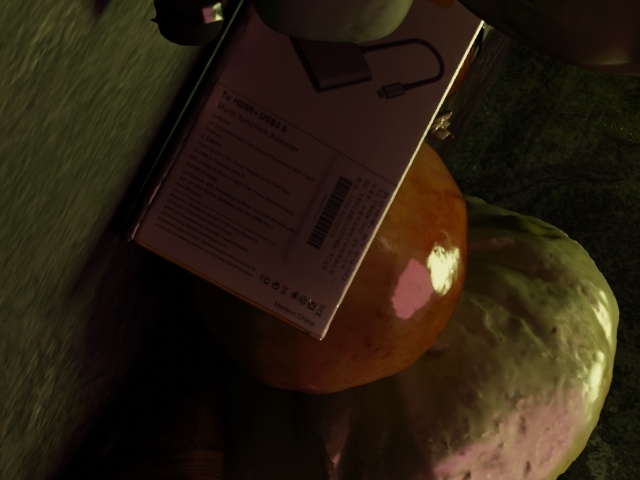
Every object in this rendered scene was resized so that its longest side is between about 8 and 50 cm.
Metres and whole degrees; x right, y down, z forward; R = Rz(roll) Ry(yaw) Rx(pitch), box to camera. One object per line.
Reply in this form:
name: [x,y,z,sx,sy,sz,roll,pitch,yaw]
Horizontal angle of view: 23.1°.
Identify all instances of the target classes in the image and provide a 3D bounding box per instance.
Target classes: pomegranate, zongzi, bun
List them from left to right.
zongzi: [-0.148,0.249,1.109,0.286,0.134,0.288,119,-9,-49]
pomegranate: [0.000,0.001,1.000,0.191,0.191,0.191,-62,174,-12]
bun: [0.043,0.081,1.210,0.219,0.365,0.365,64,33,-22]

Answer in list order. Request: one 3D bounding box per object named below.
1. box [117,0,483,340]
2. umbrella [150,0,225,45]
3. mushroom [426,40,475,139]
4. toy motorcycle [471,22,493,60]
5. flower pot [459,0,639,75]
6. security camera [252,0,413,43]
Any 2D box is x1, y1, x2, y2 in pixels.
box: [0.000,-0.080,0.882,0.247,0.129,0.033,-62,-163,-7]
umbrella: [-0.055,-0.136,0.560,0.071,0.071,0.248,-62,179,-16]
mushroom: [0.081,-0.154,1.224,0.135,0.080,0.170,-51,139,-43]
toy motorcycle: [0.170,-0.264,1.746,0.122,0.080,0.215,-60,169,-27]
flower pot: [0.158,-0.244,0.713,0.307,0.307,0.244,-62,167,-9]
security camera: [0.012,-0.184,0.565,0.301,0.080,0.157,98,-11,-73]
